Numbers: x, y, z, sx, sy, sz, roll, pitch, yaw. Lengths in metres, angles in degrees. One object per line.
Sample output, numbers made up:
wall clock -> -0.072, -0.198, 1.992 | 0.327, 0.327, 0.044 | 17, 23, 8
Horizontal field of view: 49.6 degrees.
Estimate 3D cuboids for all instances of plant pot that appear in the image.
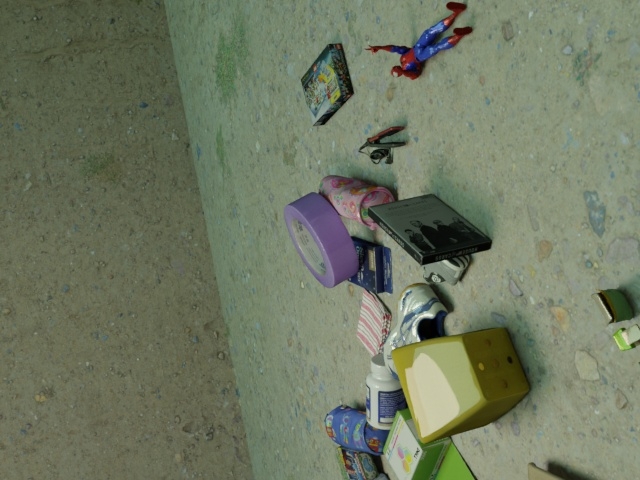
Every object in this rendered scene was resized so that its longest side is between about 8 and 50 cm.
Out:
plant pot -> 0.315, 0.294, 1.492 | 0.187, 0.212, 0.212 | -40, 61, 48

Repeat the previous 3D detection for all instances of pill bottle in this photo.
pill bottle -> 0.182, 0.416, 1.923 | 0.112, 0.111, 0.187 | -150, 55, -60

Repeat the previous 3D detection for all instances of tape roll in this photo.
tape roll -> 0.000, 0.000, 2.018 | 0.275, 0.090, 0.275 | 53, 162, 25

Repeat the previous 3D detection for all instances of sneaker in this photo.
sneaker -> 0.242, 0.030, 1.646 | 0.228, 0.086, 0.132 | 42, 146, 29
sneaker -> 0.239, 0.257, 1.741 | 0.131, 0.111, 0.297 | -131, 39, -50

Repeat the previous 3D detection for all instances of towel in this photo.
towel -> 0.150, 0.252, 2.037 | 0.144, 0.029, 0.197 | -128, 37, -49

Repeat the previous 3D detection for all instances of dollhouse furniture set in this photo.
dollhouse furniture set -> 0.518, 0.133, 1.136 | 0.058, 0.076, 0.152 | -48, 55, 44

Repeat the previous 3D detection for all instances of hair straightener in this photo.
hair straightener -> 0.157, -0.240, 1.827 | 0.230, 0.047, 0.089 | 176, 86, -66

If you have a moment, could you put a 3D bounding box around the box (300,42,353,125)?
box -> 0.016, -0.460, 2.068 | 0.233, 0.044, 0.159 | 148, 111, -64

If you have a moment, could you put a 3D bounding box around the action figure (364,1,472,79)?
action figure -> 0.203, -0.433, 1.560 | 0.280, 0.138, 0.092 | 149, 112, -67

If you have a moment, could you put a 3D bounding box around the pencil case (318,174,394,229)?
pencil case -> 0.094, -0.109, 1.923 | 0.284, 0.124, 0.124 | -155, 60, -62

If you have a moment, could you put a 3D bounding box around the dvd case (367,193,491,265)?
dvd case -> 0.239, -0.030, 1.556 | 0.239, 0.179, 0.030 | -132, 36, -51

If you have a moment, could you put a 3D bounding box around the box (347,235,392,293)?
box -> 0.135, 0.071, 2.003 | 0.225, 0.036, 0.137 | 18, 115, 62

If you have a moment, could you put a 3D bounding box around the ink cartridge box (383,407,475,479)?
ink cartridge box -> 0.278, 0.582, 1.785 | 0.255, 0.096, 0.189 | -122, 33, -43

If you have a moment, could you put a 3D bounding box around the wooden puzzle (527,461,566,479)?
wooden puzzle -> 0.523, 0.615, 1.287 | 0.348, 0.080, 0.323 | -172, 75, -70

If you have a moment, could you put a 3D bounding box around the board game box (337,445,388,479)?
board game box -> 0.147, 0.731, 2.145 | 0.194, 0.060, 0.194 | -19, 91, 62

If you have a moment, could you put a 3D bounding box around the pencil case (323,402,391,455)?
pencil case -> 0.121, 0.569, 2.104 | 0.306, 0.119, 0.133 | 159, 109, -66
